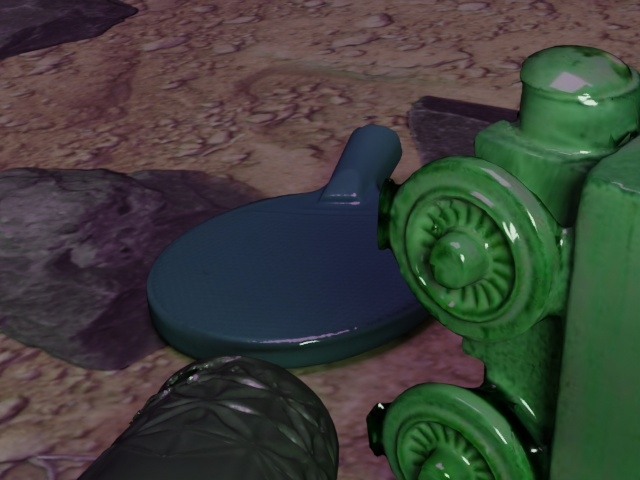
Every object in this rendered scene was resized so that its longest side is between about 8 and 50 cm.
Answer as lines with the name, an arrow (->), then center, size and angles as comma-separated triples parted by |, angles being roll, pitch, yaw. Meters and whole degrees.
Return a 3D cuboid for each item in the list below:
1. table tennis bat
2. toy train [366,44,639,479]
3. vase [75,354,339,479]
table tennis bat -> 0.000, 0.000, 1.087 | 0.215, 0.044, 0.329 | 1, 27, 17
toy train -> 0.135, 0.051, 0.680 | 0.202, 0.266, 0.145 | 22, 36, 33
vase -> -0.075, 0.151, 0.654 | 0.251, 0.156, 0.301 | 1, 19, 10
